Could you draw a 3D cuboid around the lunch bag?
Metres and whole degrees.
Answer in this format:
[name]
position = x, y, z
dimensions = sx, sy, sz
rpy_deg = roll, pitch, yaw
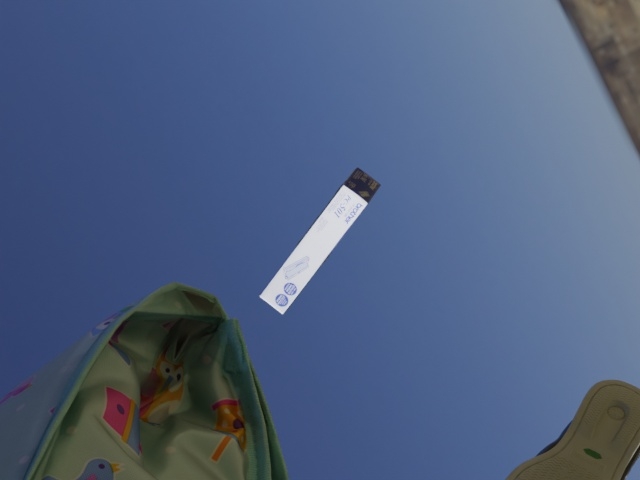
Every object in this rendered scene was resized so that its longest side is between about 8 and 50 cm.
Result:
[lunch bag]
position = -0.135, 0.159, 0.721
dimensions = 0.160, 0.223, 0.262
rpy_deg = 38, -147, -21

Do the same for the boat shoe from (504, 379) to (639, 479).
[boat shoe]
position = 0.213, 0.217, 1.337
dimensions = 0.084, 0.233, 0.079
rpy_deg = 33, 139, 20

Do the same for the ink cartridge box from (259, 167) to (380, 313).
[ink cartridge box]
position = 0.000, 0.000, 2.146
dimensions = 0.046, 0.207, 0.097
rpy_deg = 37, -158, 0
